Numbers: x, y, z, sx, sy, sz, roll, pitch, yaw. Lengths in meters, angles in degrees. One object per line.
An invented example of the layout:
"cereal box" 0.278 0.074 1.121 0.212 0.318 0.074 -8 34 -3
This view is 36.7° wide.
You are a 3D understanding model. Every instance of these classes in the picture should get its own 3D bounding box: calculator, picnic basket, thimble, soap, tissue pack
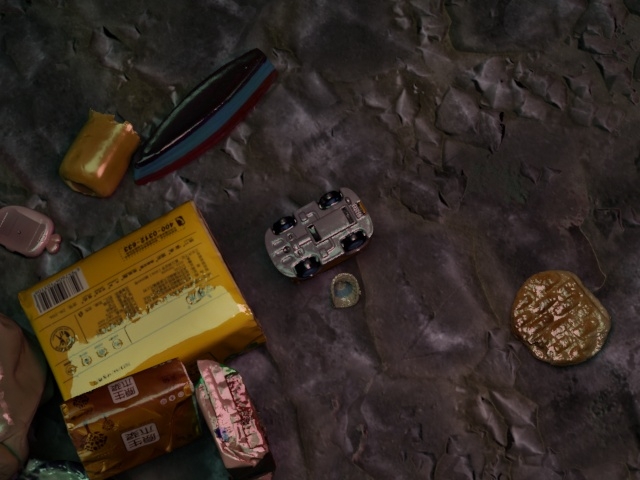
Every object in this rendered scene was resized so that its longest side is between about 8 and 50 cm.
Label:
"calculator" -0.624 -0.018 2.043 0.166 0.024 0.103 20 75 12
"picnic basket" 0.049 0.104 1.915 0.065 0.083 0.083 -6 28 -11
"thimble" -0.473 0.514 1.797 0.237 0.150 0.237 -2 72 7
"soap" -0.150 0.339 1.755 0.098 0.273 0.218 -18 71 -7
"tissue pack" -0.329 0.317 1.717 0.226 0.183 0.092 -19 49 -13
"tissue pack" -0.335 0.146 1.858 0.382 0.228 0.293 -29 70 -3

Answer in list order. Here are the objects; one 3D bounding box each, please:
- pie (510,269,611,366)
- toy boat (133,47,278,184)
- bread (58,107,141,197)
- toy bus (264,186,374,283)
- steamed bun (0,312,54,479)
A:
"pie" 0.460 0.153 1.875 0.195 0.046 0.195 -1 71 4
"toy boat" -0.258 -0.267 2.066 0.392 0.079 0.136 -44 72 -11
"bread" -0.472 -0.181 2.048 0.134 0.085 0.173 23 76 12
"toy bus" 0.000 0.000 1.919 0.209 0.136 0.126 -29 72 -3
"steamed bun" -0.659 0.283 1.828 0.342 0.255 0.368 -4 83 23
